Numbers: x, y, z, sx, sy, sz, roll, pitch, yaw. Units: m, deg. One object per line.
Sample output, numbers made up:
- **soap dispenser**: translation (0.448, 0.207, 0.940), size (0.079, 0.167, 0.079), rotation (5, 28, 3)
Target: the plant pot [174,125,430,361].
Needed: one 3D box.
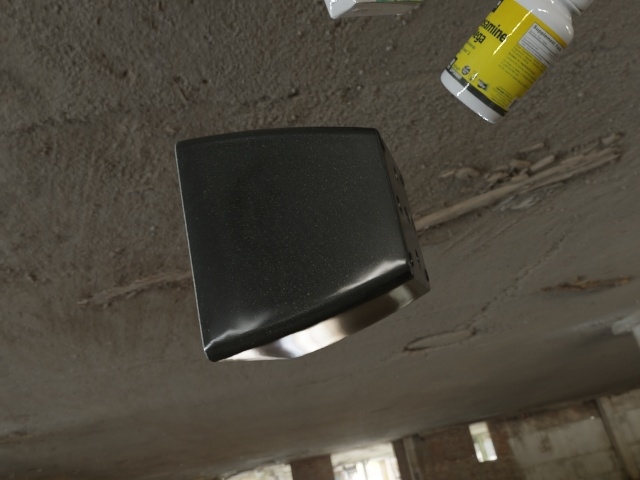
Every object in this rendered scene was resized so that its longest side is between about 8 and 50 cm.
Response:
- **plant pot**: translation (0.000, 0.000, 0.499), size (0.167, 0.187, 0.188), rotation (-15, 165, 14)

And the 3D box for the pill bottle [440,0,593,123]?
- **pill bottle**: translation (0.456, -0.459, 1.281), size (0.188, 0.188, 0.334), rotation (13, 125, -44)

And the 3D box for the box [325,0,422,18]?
- **box**: translation (0.044, -0.529, 0.888), size (0.059, 0.321, 0.232), rotation (-13, -168, 41)
